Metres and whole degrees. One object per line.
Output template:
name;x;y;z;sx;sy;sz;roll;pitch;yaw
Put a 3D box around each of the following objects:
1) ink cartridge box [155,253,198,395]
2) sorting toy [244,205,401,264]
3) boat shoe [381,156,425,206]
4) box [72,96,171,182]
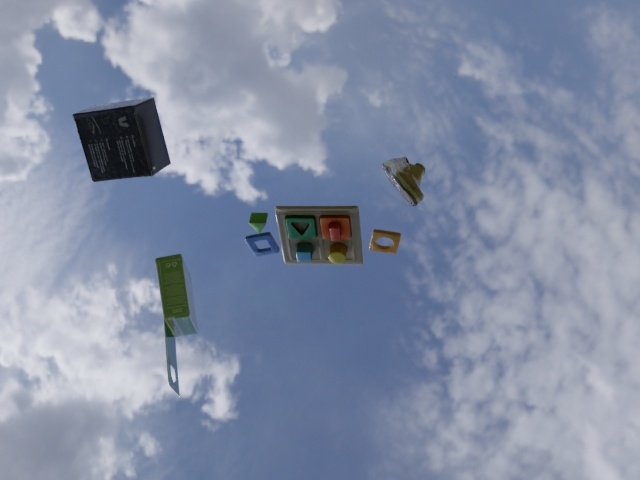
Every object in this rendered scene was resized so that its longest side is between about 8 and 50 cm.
ink cartridge box;-0.263;0.162;1.453;0.056;0.171;0.235;-10;-107;-6
sorting toy;0.000;0.000;1.683;0.348;0.196;0.047;0;-132;8
boat shoe;0.185;-0.135;1.605;0.072;0.068;0.190;-29;-149;2
box;-0.430;-0.219;1.684;0.158;0.156;0.093;-3;-159;21
